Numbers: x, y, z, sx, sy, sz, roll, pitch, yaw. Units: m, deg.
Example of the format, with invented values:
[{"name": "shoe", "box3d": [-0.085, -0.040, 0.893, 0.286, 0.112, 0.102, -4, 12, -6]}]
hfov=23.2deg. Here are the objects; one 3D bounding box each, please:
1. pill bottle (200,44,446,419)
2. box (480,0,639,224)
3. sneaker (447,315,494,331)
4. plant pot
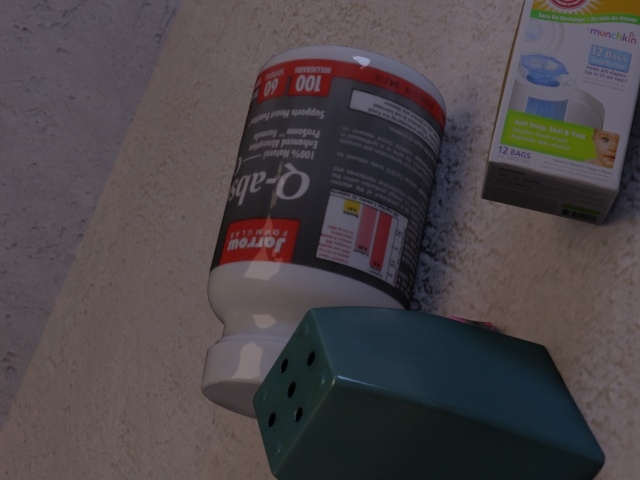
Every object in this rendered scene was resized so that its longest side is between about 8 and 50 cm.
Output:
[{"name": "pill bottle", "box3d": [0.000, 0.000, 1.613, 0.210, 0.210, 0.363, -23, 51, 58]}, {"name": "box", "box3d": [0.215, -0.132, 1.348, 0.103, 0.114, 0.203, 84, -160, -74]}, {"name": "sneaker", "box3d": [0.126, 0.102, 1.475, 0.119, 0.047, 0.057, 163, 118, -69]}, {"name": "plant pot", "box3d": [0.074, 0.160, 1.296, 0.165, 0.234, 0.166, -58, 27, 22]}]
